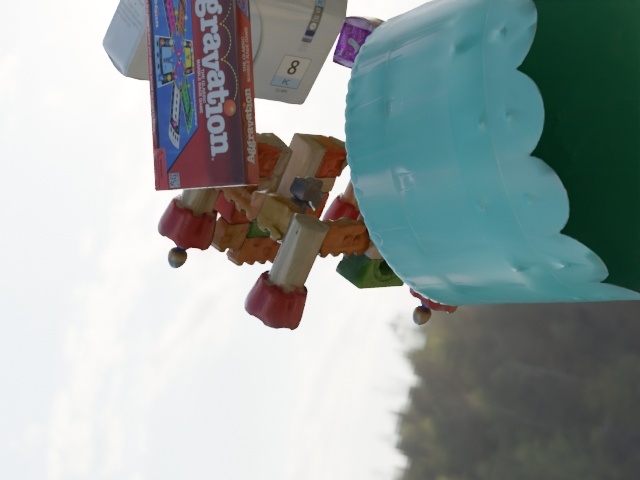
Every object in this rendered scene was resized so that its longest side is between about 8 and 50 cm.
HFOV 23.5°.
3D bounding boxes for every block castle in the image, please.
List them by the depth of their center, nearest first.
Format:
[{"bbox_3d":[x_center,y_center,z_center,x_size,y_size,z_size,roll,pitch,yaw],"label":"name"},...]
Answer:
[{"bbox_3d":[0.000,0.000,2.331,0.453,0.303,0.213,-3,-56,-48],"label":"block castle"}]

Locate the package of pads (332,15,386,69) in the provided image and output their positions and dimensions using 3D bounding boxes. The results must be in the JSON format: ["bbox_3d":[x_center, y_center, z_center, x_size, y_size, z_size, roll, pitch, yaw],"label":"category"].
[{"bbox_3d":[0.040,-0.194,1.505,0.083,0.032,0.050,-28,-42,-73],"label":"package of pads"}]

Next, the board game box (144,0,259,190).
[{"bbox_3d":[-0.133,-0.198,1.693,0.027,0.145,0.281,-5,-88,-49],"label":"board game box"}]

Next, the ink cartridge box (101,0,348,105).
[{"bbox_3d":[-0.076,-0.372,2.024,0.308,0.091,0.385,5,-56,-40],"label":"ink cartridge box"}]

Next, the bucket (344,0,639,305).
[{"bbox_3d":[0.162,-0.079,1.173,0.281,0.183,0.281,14,-108,-48],"label":"bucket"}]
